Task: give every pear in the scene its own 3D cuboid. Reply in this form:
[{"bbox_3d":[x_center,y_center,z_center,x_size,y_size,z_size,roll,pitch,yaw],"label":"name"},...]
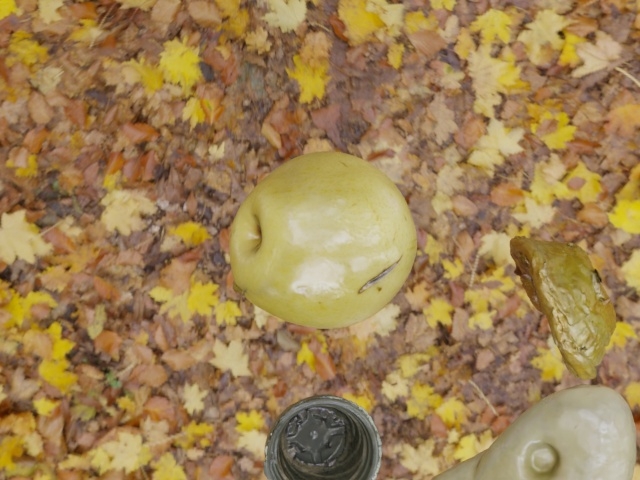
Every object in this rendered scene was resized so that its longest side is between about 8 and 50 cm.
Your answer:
[{"bbox_3d":[0.000,0.000,1.234,0.310,0.309,0.309,-2,113,-5],"label":"pear"}]

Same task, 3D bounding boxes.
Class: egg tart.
[{"bbox_3d":[0.519,0.126,1.518,0.153,0.339,0.351,-28,110,15],"label":"egg tart"}]

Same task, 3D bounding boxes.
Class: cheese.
[{"bbox_3d":[0.344,0.410,1.009,0.351,0.328,0.130,-42,146,19],"label":"cheese"}]

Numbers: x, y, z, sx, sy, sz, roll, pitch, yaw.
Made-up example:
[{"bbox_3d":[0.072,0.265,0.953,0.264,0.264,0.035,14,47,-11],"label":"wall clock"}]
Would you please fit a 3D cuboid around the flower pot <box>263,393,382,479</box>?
[{"bbox_3d":[-0.003,0.411,1.463,0.236,0.140,0.235,0,91,-9],"label":"flower pot"}]
